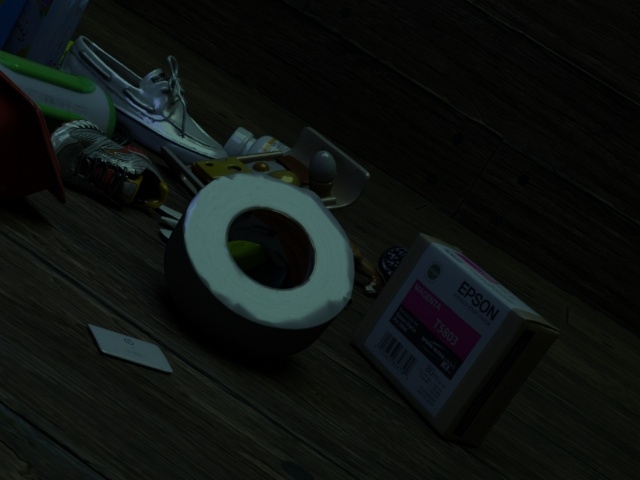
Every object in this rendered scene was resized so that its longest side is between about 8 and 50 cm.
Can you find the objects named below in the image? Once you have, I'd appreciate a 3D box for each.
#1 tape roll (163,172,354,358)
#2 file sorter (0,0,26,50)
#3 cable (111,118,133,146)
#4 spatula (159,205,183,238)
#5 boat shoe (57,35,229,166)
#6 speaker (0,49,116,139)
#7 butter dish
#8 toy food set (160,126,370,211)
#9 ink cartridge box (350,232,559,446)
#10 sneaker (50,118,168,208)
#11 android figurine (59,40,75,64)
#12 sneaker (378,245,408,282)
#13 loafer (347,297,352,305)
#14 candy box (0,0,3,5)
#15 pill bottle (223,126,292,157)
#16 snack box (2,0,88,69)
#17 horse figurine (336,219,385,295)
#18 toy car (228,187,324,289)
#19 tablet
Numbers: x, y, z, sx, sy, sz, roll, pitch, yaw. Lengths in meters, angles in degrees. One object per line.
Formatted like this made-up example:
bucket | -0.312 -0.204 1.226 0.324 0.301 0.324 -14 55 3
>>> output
tape roll | -0.070 0.027 1.268 0.219 0.072 0.219 15 51 -20
file sorter | -0.602 -0.438 1.907 0.118 0.170 0.104 23 10 -38
cable | -0.400 -0.205 1.778 0.184 0.047 0.150 24 18 -46
spatula | -0.134 0.019 1.578 0.242 0.019 0.168 28 6 -22
boat shoe | -0.305 -0.265 1.976 0.367 0.156 0.136 32 11 3
speaker | -0.410 -0.187 1.438 0.131 0.131 0.296 37 12 26
butter dish | -0.385 -0.112 1.238 0.160 0.118 0.160 40 -30 34
toy food set | -0.098 -0.128 1.862 0.306 0.092 0.220 -10 34 -32
ink cartridge box | 0.174 0.130 1.455 0.088 0.193 0.235 22 14 -42
sneaker | -0.292 -0.100 1.478 0.093 0.088 0.225 41 15 32
android figurine | -0.467 -0.343 2.141 0.273 0.056 0.248 34 11 13
sneaker | 0.189 0.104 1.888 0.234 0.084 0.097 52 -12 23
loafer | 0.017 0.080 1.644 0.039 0.045 0.125 43 12 20
candy box | -0.502 -0.275 1.409 0.053 0.186 0.109 38 11 15
pill bottle | -0.089 -0.128 2.065 0.208 0.117 0.117 32 11 2
snack box | -0.522 -0.405 1.955 0.070 0.174 0.207 17 19 -42
horse figurine | 0.000 0.000 1.888 0.174 0.066 0.263 6 30 -50
toy car | -0.075 0.016 1.461 0.182 0.159 0.136 -54 130 -59
tablet | -0.189 0.107 1.065 0.083 0.006 0.054 24 13 -36
